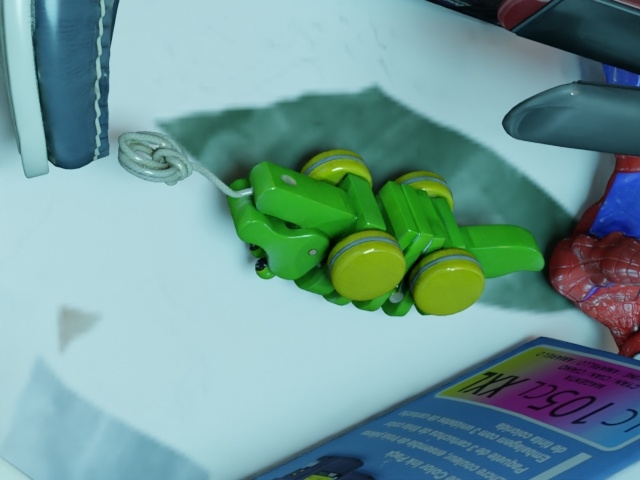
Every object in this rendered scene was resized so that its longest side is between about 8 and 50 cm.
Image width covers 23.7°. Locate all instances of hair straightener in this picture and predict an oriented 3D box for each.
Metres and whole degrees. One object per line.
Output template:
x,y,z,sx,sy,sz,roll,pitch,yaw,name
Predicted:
0.162,-0.022,0.542,0.230,0.047,0.089,14,67,-29,hair straightener

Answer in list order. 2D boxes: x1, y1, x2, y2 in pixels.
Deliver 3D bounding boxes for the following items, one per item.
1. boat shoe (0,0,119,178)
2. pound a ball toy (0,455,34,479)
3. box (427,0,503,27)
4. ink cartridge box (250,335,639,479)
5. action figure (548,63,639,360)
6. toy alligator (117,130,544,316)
-0.071,-0.147,0.513,0.079,0.095,0.254,2,84,-17,boat shoe
-0.230,0.155,0.376,0.319,0.208,0.136,-58,143,-16,pound a ball toy
0.039,-0.155,0.581,0.162,0.029,0.116,10,89,-45,box
0.000,0.234,0.539,0.395,0.151,0.270,-23,103,-26,ink cartridge box
0.158,-0.063,0.616,0.091,0.139,0.280,2,95,-26,action figure
0.000,0.000,0.581,0.190,0.056,0.051,12,129,-30,toy alligator
